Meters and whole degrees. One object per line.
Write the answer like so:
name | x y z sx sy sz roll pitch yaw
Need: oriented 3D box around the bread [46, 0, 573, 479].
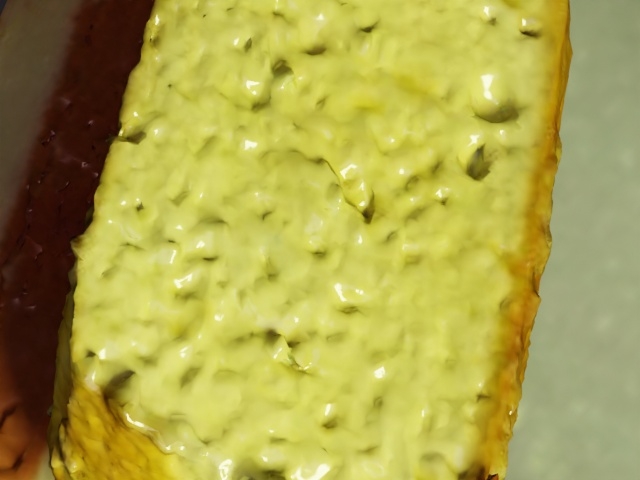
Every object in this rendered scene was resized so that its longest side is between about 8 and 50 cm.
bread | 0.000 0.000 0.434 0.103 0.065 0.187 16 69 0

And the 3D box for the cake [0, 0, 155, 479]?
cake | -0.045 0.038 0.474 0.158 0.159 0.262 15 102 6
